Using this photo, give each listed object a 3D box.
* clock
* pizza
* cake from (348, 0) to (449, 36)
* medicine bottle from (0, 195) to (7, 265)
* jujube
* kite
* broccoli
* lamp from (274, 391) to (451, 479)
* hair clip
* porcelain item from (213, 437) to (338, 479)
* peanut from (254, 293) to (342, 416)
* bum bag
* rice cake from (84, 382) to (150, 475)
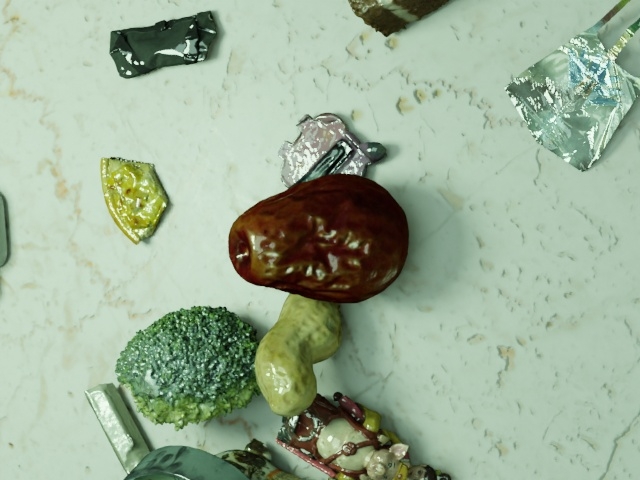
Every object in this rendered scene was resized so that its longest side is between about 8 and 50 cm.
[{"bbox_3d":[-0.174,0.454,1.889,0.319,0.066,0.319,16,122,28],"label":"clock"},{"bbox_3d":[-0.304,-0.074,2.064,0.099,0.036,0.160,-28,79,19],"label":"pizza"},{"bbox_3d":[0.109,-0.389,1.848,0.147,0.135,0.134,-32,75,19],"label":"cake"},{"bbox_3d":[-0.592,0.005,2.164,0.119,0.069,0.183,-6,88,20],"label":"medicine bottle"},{"bbox_3d":[0.000,0.000,1.830,0.190,0.255,0.190,22,116,57],"label":"jujube"},{"bbox_3d":[0.407,-0.240,1.766,0.310,0.015,0.169,-43,74,28],"label":"kite"},{"bbox_3d":[-0.189,0.191,1.949,0.176,0.226,0.198,120,152,-45],"label":"broccoli"},{"bbox_3d":[0.061,0.310,1.870,0.253,0.118,0.118,28,100,22],"label":"lamp"},{"bbox_3d":[-0.005,-0.107,1.942,0.146,0.056,0.187,42,95,18],"label":"hair clip"},{"bbox_3d":[-0.068,0.424,1.912,0.288,0.138,0.186,18,106,23],"label":"porcelain item"},{"bbox_3d":[-0.033,0.157,1.874,0.103,0.098,0.229,4,49,28],"label":"peanut"},{"bbox_3d":[-0.256,-0.313,2.042,0.197,0.049,0.087,-8,81,22],"label":"bum bag"},{"bbox_3d":[-0.300,0.345,2.045,0.052,0.057,0.256,-35,76,20],"label":"rice cake"}]
